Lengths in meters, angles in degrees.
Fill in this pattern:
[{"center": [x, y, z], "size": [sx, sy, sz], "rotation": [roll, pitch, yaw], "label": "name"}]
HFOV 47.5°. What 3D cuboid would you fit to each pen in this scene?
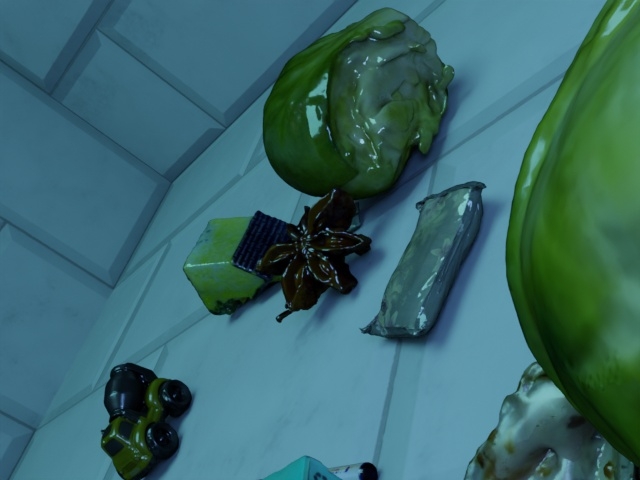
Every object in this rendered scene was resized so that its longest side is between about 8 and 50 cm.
[{"center": [-0.020, 0.321, 0.957], "size": [0.269, 0.033, 0.033], "rotation": [-29, 31, 48], "label": "pen"}]

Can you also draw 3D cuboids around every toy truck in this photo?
[{"center": [-0.377, 0.363, 1.478], "size": [0.147, 0.165, 0.224], "rotation": [-41, 24, 28], "label": "toy truck"}]

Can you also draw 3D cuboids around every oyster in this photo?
[{"center": [0.171, 0.242, 0.575], "size": [0.221, 0.096, 0.361], "rotation": [-30, 32, 44], "label": "oyster"}]

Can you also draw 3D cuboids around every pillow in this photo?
[{"center": [0.152, 0.031, 1.014], "size": [0.169, 0.059, 0.255], "rotation": [-14, 45, 61], "label": "pillow"}]

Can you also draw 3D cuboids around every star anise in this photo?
[{"center": [-0.004, 0.019, 1.263], "size": [0.220, 0.125, 0.190], "rotation": [-27, 70, 31], "label": "star anise"}]

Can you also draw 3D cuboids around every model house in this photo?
[{"center": [-0.149, 0.047, 1.592], "size": [0.211, 0.170, 0.194], "rotation": [-7, 36, 25], "label": "model house"}]

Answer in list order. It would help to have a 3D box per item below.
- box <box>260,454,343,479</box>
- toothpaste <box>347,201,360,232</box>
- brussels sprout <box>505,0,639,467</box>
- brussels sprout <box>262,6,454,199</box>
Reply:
[{"center": [-0.043, 0.355, 0.709], "size": [0.311, 0.205, 0.118], "rotation": [-38, 23, 34], "label": "box"}, {"center": [0.000, 0.000, 1.429], "size": [0.218, 0.041, 0.064], "rotation": [-36, 37, 34], "label": "toothpaste"}, {"center": [0.281, -0.023, 0.400], "size": [0.361, 0.342, 0.425], "rotation": [-28, 21, 37], "label": "brussels sprout"}, {"center": [0.058, -0.245, 1.353], "size": [0.371, 0.275, 0.314], "rotation": [-56, 24, -11], "label": "brussels sprout"}]
